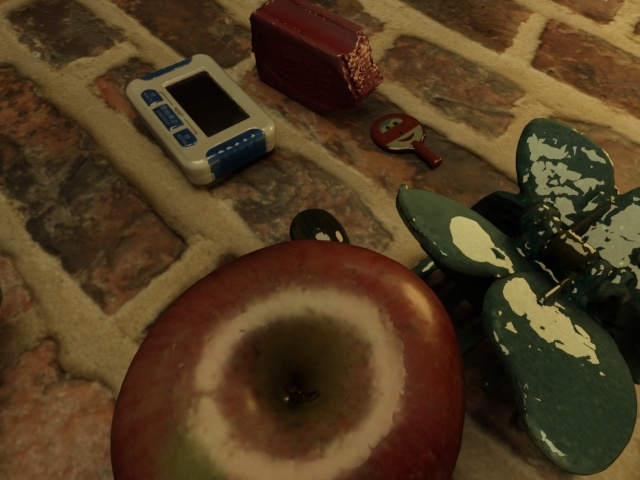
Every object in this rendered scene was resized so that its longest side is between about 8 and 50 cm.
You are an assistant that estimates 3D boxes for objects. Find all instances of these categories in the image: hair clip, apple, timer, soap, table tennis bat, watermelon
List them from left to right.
[{"bbox_3d":[-0.211,-0.216,0.867,0.178,0.078,0.253,-31,63,-21],"label":"timer"},{"bbox_3d":[-0.026,0.170,0.498,0.345,0.269,0.344,0,61,0],"label":"apple"},{"bbox_3d":[-0.006,-0.332,0.889,0.250,0.162,0.099,34,63,21],"label":"soap"},{"bbox_3d":[0.000,0.000,0.725,0.078,0.078,0.110,-31,62,-18],"label":"watermelon"},{"bbox_3d":[0.158,-0.180,0.879,0.098,0.019,0.154,-32,59,-19],"label":"table tennis bat"},{"bbox_3d":[0.260,0.059,0.586,0.392,0.238,0.318,-30,61,-21],"label":"hair clip"}]

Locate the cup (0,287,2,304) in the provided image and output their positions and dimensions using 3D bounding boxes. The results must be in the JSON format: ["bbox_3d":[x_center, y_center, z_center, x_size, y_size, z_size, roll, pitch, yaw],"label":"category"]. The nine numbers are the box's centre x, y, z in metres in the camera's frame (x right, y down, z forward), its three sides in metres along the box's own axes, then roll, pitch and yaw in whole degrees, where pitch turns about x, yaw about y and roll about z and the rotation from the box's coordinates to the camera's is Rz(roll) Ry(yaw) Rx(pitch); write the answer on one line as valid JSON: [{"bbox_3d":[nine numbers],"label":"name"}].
[{"bbox_3d":[-0.583,0.182,0.480,0.401,0.310,0.392,3,52,0],"label":"cup"}]
